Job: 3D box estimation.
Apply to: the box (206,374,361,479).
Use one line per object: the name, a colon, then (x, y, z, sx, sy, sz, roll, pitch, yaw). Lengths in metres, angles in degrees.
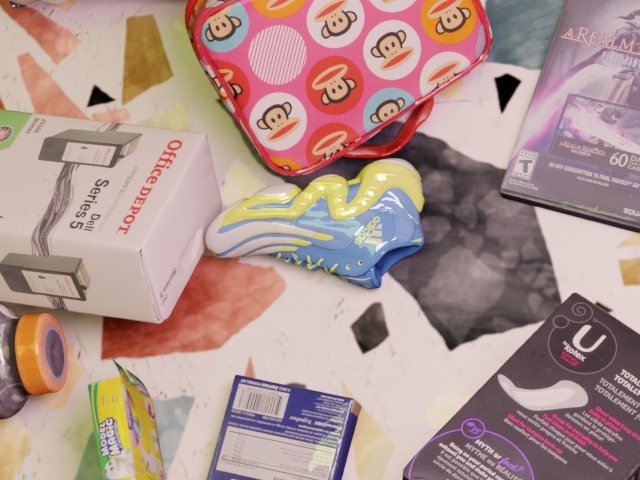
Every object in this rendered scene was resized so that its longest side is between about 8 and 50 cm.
box: (-0.052, 0.260, 1.866, 0.136, 0.036, 0.225, 10, 73, 19)

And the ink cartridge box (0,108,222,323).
ink cartridge box: (-0.267, -0.030, 1.946, 0.273, 0.115, 0.198, 7, 44, 18)

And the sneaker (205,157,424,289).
sneaker: (0.000, 0.000, 1.915, 0.240, 0.091, 0.126, -19, 68, 7)

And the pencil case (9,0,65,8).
pencil case: (-0.181, -0.344, 2.047, 0.410, 0.160, 0.183, 1, 69, 16)

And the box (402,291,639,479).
box: (0.216, 0.210, 1.707, 0.165, 0.143, 0.270, 35, 61, 23)

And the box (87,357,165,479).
box: (-0.199, 0.218, 1.884, 0.043, 0.105, 0.179, -13, 67, 10)

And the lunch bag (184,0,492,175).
lunch bag: (0.030, -0.208, 1.917, 0.293, 0.258, 0.120, -30, 25, -1)

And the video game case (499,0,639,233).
video game case: (0.324, -0.149, 1.914, 0.196, 0.026, 0.274, 15, 77, 20)

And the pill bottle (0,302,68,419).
pill bottle: (-0.400, 0.136, 1.956, 0.246, 0.130, 0.130, -9, 69, 12)
